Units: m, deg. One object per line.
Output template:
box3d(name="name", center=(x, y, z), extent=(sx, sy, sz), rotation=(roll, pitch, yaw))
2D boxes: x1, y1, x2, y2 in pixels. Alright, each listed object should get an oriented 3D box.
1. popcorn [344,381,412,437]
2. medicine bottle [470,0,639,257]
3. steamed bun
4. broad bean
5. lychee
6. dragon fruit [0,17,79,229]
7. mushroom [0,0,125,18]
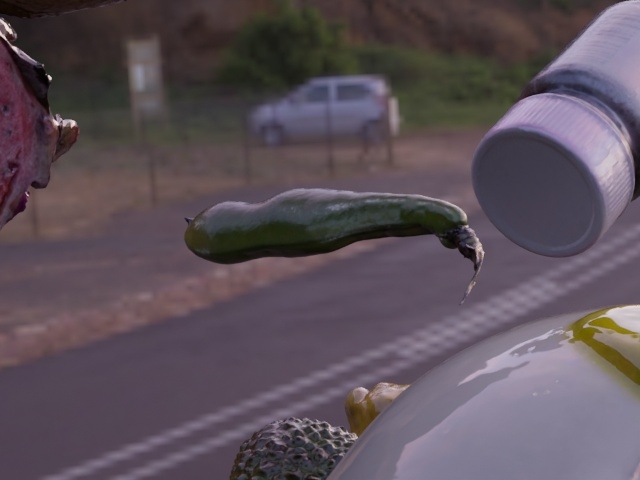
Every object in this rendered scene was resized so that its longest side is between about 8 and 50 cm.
box3d(name="popcorn", center=(0.114, 0.269, 2.079), extent=(0.190, 0.191, 0.253), rotation=(-30, 46, -19))
box3d(name="medicine bottle", center=(0.279, -0.115, 1.961), extent=(0.165, 0.165, 0.273), rotation=(2, 34, 39))
box3d(name="steamed bun", center=(0.127, 0.207, 0.947), extent=(0.334, 0.334, 0.374), rotation=(3, 53, 45))
box3d(name="broad bean", center=(0.006, -0.007, 1.680), extent=(0.318, 0.056, 0.098), rotation=(7, 44, 37))
box3d(name="lychee", center=(-0.003, 0.237, 1.774), extent=(0.171, 0.171, 0.171), rotation=(-3, 7, 0))
box3d(name="dragon fruit", center=(-0.390, -0.097, 1.480), extent=(0.263, 0.296, 0.314), rotation=(30, -4, 44))
box3d(name="mushroom", center=(-0.174, -0.271, 1.330), extent=(0.253, 0.253, 0.153), rotation=(-3, -21, 6))
